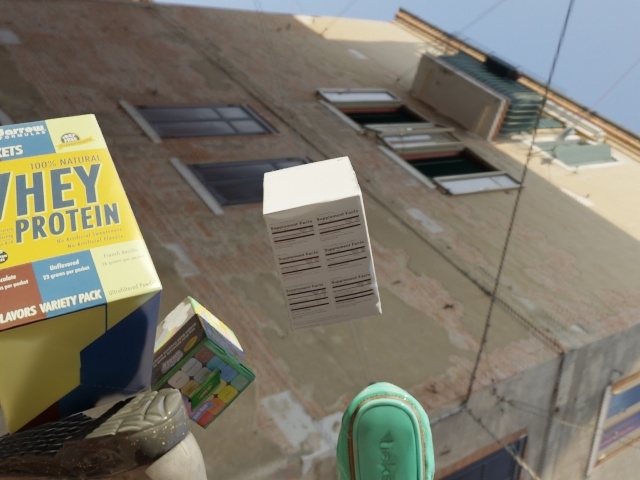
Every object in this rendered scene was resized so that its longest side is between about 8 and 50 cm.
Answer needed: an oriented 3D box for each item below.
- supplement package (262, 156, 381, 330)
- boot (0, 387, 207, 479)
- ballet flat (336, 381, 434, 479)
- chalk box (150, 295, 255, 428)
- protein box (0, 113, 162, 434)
[{"bbox_3d":[0.000,0.000,1.082,0.194,0.149,0.203,-99,177,-67],"label":"supplement package"},{"bbox_3d":[-0.224,0.285,0.673,0.338,0.118,0.223,-16,-80,37],"label":"boot"},{"bbox_3d":[0.052,0.227,0.491,0.087,0.083,0.247,30,61,-81],"label":"ballet flat"},{"bbox_3d":[-0.211,0.221,1.170,0.132,0.132,0.213,-43,-149,0],"label":"chalk box"},{"bbox_3d":[-0.248,0.031,0.622,0.201,0.136,0.200,61,-30,27],"label":"protein box"}]
